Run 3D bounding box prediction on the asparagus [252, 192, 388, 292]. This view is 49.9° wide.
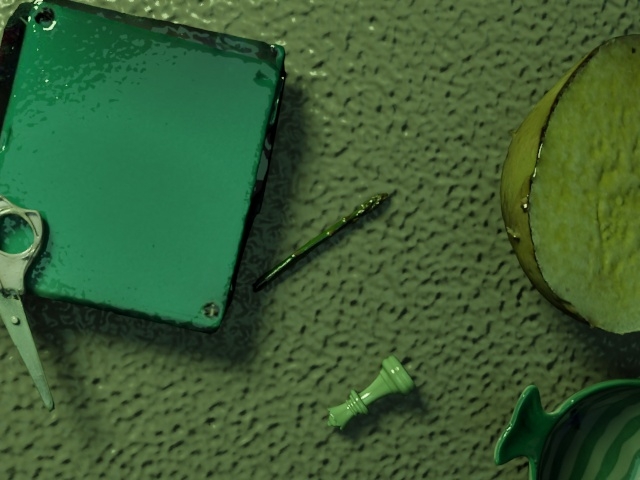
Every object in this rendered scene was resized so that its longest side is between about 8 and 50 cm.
[{"bbox_3d":[0.000,0.000,0.680,0.166,0.016,0.013,-36,62,-7],"label":"asparagus"}]

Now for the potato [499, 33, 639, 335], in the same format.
[{"bbox_3d":[0.278,-0.048,0.679,0.239,0.116,0.299,32,74,-14],"label":"potato"}]

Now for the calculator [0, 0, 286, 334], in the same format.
[{"bbox_3d":[-0.172,-0.067,0.628,0.249,0.058,0.273,10,89,-8],"label":"calculator"}]

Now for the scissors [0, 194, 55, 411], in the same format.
[{"bbox_3d":[-0.262,0.059,0.582,0.100,0.015,0.188,-20,96,-10],"label":"scissors"}]

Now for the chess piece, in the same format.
[{"bbox_3d":[0.046,0.155,0.677,0.093,0.042,0.042,-36,96,-3],"label":"chess piece"}]

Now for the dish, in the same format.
[{"bbox_3d":[0.277,0.225,0.696,0.246,0.078,0.224,29,85,-10],"label":"dish"}]
